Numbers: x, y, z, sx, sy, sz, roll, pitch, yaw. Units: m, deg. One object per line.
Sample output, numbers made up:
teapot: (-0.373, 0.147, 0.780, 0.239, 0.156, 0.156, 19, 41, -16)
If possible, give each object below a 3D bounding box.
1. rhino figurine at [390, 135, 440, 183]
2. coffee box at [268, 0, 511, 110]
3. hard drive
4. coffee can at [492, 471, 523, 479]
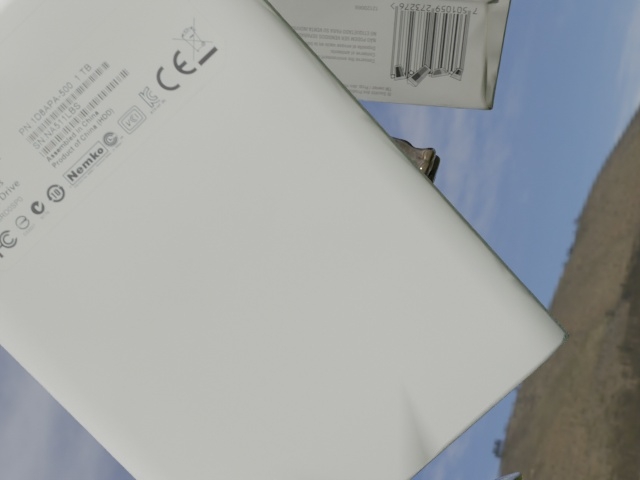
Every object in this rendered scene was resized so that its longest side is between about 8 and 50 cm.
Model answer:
rhino figurine: (0.000, 0.000, 0.673, 0.073, 0.106, 0.243, 94, -161, -51)
coffee box: (0.072, -0.397, 1.228, 0.334, 0.338, 0.338, -79, -6, -56)
hard drive: (-0.061, 0.000, 0.484, 0.210, 0.318, 0.040, -42, 7, 5)
coffee can: (0.185, 0.412, 1.013, 0.201, 0.202, 0.275, 1, -119, -64)
